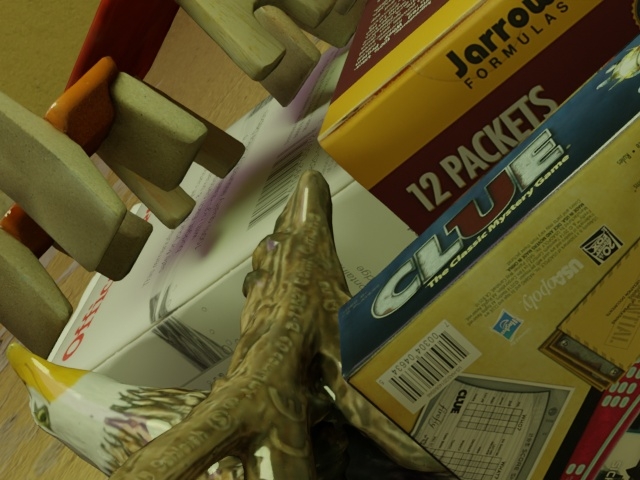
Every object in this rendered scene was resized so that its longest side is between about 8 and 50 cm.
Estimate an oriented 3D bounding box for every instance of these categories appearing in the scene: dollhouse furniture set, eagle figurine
[{"bbox_3d":[-0.062,-0.122,0.660,0.262,0.135,0.259,-50,-2,-39],"label":"dollhouse furniture set"},{"bbox_3d":[-0.041,0.119,0.630,0.226,0.225,0.298,-13,-38,-28],"label":"eagle figurine"}]

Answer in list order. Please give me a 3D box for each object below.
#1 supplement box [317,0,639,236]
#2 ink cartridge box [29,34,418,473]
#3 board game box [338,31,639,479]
[{"bbox_3d":[0.125,-0.054,0.512,0.129,0.191,0.194,-39,18,31],"label":"supplement box"},{"bbox_3d":[0.000,0.000,0.829,0.283,0.117,0.207,-35,21,36],"label":"ink cartridge box"},{"bbox_3d":[0.147,-0.001,0.390,0.243,0.165,0.042,-43,17,15],"label":"board game box"}]
